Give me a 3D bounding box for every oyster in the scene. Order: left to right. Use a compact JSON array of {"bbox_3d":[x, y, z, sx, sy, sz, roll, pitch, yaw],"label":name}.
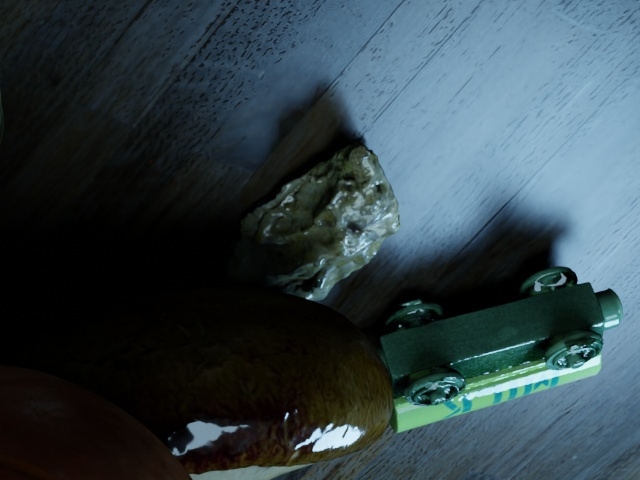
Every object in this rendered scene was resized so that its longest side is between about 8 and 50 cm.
[{"bbox_3d":[0.003,0.005,1.519,0.209,0.072,0.133,-41,133,22],"label":"oyster"}]

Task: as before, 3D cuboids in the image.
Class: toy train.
[{"bbox_3d":[0.163,0.112,1.689,0.253,0.105,0.157,-16,152,-6],"label":"toy train"}]

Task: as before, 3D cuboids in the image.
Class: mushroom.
[{"bbox_3d":[-0.120,0.142,1.470,0.345,0.239,0.345,-36,168,-9],"label":"mushroom"}]

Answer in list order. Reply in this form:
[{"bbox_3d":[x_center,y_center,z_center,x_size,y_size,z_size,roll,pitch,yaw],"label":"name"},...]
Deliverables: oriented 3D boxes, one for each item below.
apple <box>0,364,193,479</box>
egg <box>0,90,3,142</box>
[{"bbox_3d":[-0.222,0.266,1.187,0.364,0.364,0.364,-13,138,-12],"label":"apple"},{"bbox_3d":[-0.402,-0.048,1.074,0.428,0.345,0.345,-22,140,13],"label":"egg"}]
